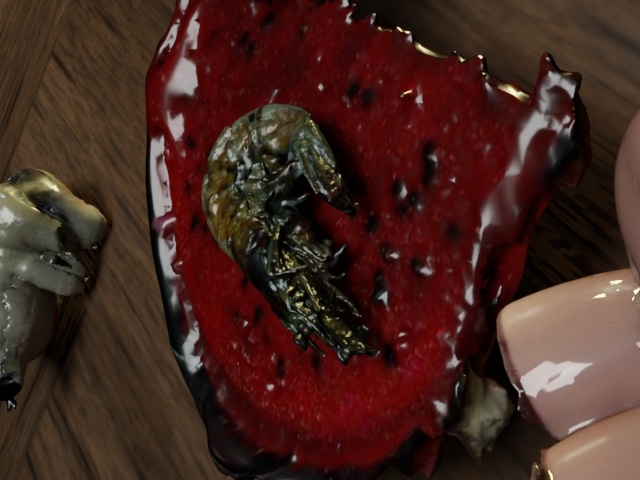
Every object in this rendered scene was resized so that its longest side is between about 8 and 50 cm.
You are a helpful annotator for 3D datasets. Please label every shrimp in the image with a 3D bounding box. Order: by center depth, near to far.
[{"bbox_3d":[-0.016,-0.009,0.535,0.161,0.034,0.091,53,125,38],"label":"shrimp"}]

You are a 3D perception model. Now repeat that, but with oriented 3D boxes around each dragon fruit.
[{"bbox_3d":[0.000,0.000,0.611,0.343,0.100,0.282,35,109,46],"label":"dragon fruit"}]

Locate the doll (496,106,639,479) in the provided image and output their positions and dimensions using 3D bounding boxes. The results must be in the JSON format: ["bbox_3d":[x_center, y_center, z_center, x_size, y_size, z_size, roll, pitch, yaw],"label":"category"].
[{"bbox_3d":[0.198,0.023,0.324,0.268,0.216,0.284,-30,38,19],"label":"doll"}]

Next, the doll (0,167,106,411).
[{"bbox_3d":[-0.264,0.031,0.944,0.149,0.095,0.192,33,106,47],"label":"doll"}]
